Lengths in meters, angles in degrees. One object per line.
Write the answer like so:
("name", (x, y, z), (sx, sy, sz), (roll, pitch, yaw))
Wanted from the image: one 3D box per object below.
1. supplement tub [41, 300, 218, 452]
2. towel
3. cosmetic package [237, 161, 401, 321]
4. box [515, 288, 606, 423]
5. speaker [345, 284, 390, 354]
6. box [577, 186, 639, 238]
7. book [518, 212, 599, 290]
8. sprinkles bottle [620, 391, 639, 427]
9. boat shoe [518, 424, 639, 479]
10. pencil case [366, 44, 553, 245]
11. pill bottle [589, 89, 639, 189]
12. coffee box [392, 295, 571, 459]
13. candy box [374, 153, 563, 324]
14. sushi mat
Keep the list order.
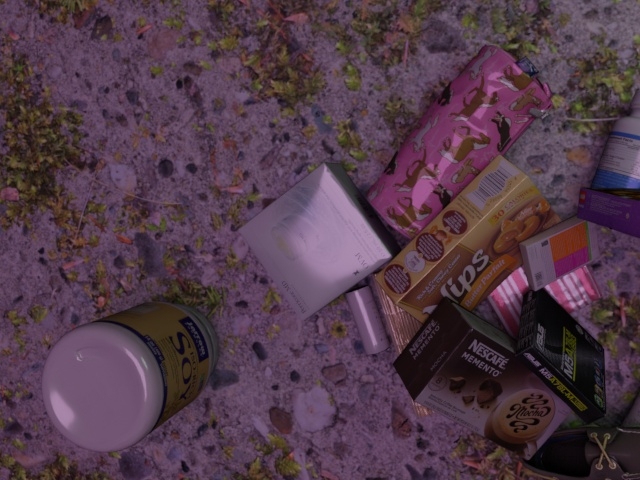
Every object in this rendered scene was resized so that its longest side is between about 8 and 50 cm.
("supplement tub", (-0.361, 0.253, 1.334), (0.240, 0.331, 0.241), (1, 96, 14))
("towel", (0.419, 0.089, 1.283), (0.197, 0.029, 0.144), (-29, 90, 15))
("cosmetic package", (0.000, 0.000, 1.323), (0.224, 0.138, 0.224), (-37, 85, 15))
("box", (0.432, 0.198, 1.188), (0.184, 0.191, 0.045), (45, 125, -7))
("speaker", (0.096, 0.160, 1.354), (0.055, 0.055, 0.136), (-20, 90, 15))
("box", (0.585, -0.043, 1.031), (0.293, 0.201, 0.057), (0, 101, -7))
("book", (0.437, 0.020, 1.210), (0.144, 0.035, 0.096), (-24, 113, -12))
("sprinkles bottle", (0.596, 0.383, 1.214), (0.121, 0.121, 0.356), (26, 100, 11))
("boat shoe", (0.492, 0.382, 1.174), (0.305, 0.091, 0.109), (-28, 52, 51))
("pencil case", (0.252, -0.169, 1.237), (0.160, 0.167, 0.386), (33, 104, -25))
("pill bottle", (0.564, -0.145, 1.175), (0.124, 0.124, 0.222), (20, 99, 12))
("coffee box", (0.304, 0.253, 1.210), (0.297, 0.119, 0.168), (32, 103, -23))
("candy box", (0.273, 0.019, 1.217), (0.316, 0.183, 0.088), (-45, 43, 9))
("sushi mat", (0.219, 0.194, 1.345), (0.151, 0.019, 0.317), (-17, 91, 16))
